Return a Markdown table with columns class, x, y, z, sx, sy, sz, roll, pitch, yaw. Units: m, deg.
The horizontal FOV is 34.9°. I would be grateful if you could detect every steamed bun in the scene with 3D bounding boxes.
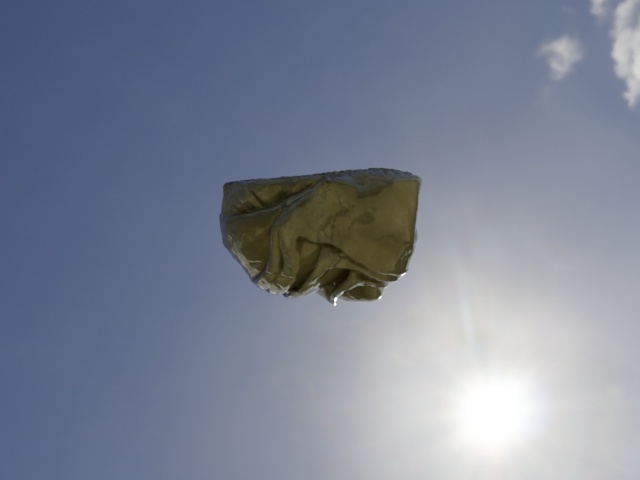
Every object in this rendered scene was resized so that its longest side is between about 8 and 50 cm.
| class | x | y | z | sx | sy | sz | roll | pitch | yaw |
| --- | --- | --- | --- | --- | --- | --- | --- | --- | --- |
| steamed bun | -0.001 | 0.000 | 1.521 | 0.289 | 0.276 | 0.203 | -5 | -86 | -7 |
